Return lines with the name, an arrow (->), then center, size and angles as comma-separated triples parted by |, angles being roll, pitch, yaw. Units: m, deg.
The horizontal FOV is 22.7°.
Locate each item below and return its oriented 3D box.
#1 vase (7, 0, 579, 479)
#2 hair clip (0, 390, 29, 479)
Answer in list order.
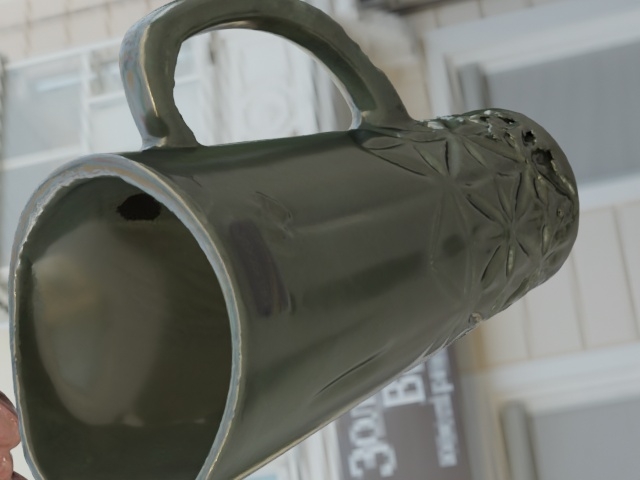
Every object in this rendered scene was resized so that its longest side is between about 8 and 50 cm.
vase -> 0.000, 0.000, 0.763 | 0.301, 0.156, 0.251 | -18, -78, -45
hair clip -> -0.196, 0.144, 0.872 | 0.102, 0.123, 0.138 | 53, 163, 32
